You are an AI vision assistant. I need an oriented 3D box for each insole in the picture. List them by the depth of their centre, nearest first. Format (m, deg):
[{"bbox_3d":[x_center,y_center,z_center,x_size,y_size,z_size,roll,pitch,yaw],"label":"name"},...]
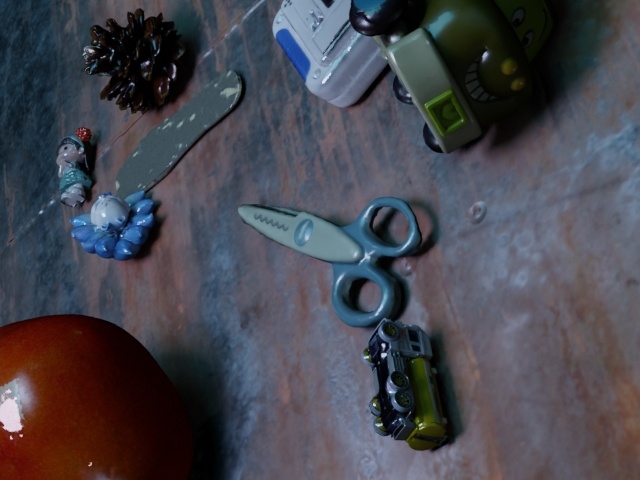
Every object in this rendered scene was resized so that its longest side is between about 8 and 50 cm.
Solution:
[{"bbox_3d":[-0.181,-0.130,1.922,0.248,0.011,0.081,-38,46,31],"label":"insole"}]

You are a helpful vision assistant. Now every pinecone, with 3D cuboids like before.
[{"bbox_3d":[-0.242,-0.234,1.964,0.140,0.121,0.140,-31,53,54],"label":"pinecone"}]

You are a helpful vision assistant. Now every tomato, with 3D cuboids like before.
[{"bbox_3d":[-0.267,0.208,1.652,0.226,0.298,0.298,-31,29,-25],"label":"tomato"}]

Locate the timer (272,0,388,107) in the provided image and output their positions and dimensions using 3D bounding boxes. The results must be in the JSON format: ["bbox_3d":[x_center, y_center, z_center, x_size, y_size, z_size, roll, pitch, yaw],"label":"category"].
[{"bbox_3d":[0.052,-0.287,1.686,0.253,0.078,0.178,-52,39,17],"label":"timer"}]

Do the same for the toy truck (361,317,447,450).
[{"bbox_3d":[0.080,0.135,1.425,0.052,0.063,0.123,122,149,-44],"label":"toy truck"}]

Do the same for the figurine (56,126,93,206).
[{"bbox_3d":[-0.328,-0.098,2.049,0.060,0.047,0.106,-39,46,42],"label":"figurine"}]

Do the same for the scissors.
[{"bbox_3d":[0.000,0.000,1.611,0.289,0.041,0.138,22,95,52],"label":"scissors"}]

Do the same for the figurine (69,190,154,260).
[{"bbox_3d":[-0.251,-0.014,1.883,0.114,0.079,0.114,-5,34,4],"label":"figurine"}]

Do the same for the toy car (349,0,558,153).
[{"bbox_3d":[0.137,-0.225,1.489,0.198,0.204,0.248,-30,43,6],"label":"toy car"}]
